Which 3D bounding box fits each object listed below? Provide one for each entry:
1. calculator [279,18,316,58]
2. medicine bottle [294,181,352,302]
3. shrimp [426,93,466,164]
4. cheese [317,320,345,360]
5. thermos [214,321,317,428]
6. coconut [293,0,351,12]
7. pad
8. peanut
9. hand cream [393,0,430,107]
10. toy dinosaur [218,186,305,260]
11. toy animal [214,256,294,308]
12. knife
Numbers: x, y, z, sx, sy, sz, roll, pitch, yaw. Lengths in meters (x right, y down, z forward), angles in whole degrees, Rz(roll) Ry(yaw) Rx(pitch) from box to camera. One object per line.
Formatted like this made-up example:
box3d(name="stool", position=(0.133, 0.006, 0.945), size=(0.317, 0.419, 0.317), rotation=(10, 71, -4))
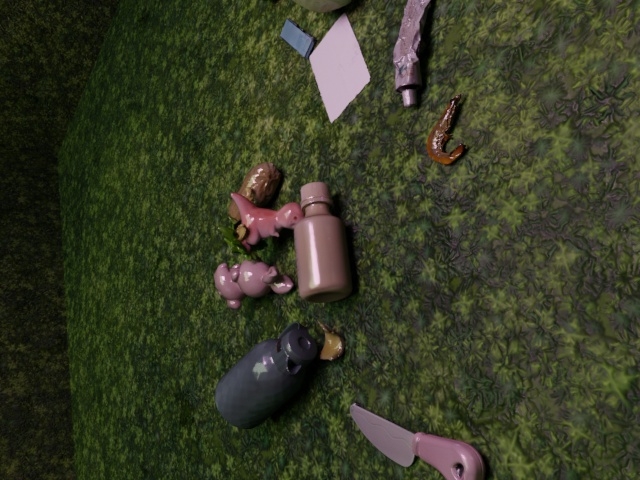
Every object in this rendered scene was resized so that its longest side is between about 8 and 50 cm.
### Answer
box3d(name="calculator", position=(-0.061, -0.530, 1.497), size=(0.057, 0.018, 0.172), rotation=(-61, 41, 22))
box3d(name="medicine bottle", position=(0.000, 0.000, 1.224), size=(0.114, 0.114, 0.253), rotation=(-28, 61, 46))
box3d(name="shrimp", position=(0.237, -0.200, 1.034), size=(0.091, 0.025, 0.127), rotation=(40, 118, 49))
box3d(name="cheese", position=(0.019, 0.209, 1.214), size=(0.060, 0.041, 0.084), rotation=(-11, 89, 58))
box3d(name="thermos", position=(-0.109, 0.292, 1.295), size=(0.286, 0.144, 0.182), rotation=(-47, 15, 33))
box3d(name="coconut", position=(0.012, -0.639, 1.281), size=(0.204, 0.236, 0.236), rotation=(36, 116, 12))
box3d(name="pad", position=(0.041, -0.408, 1.351), size=(0.156, 0.004, 0.232), rotation=(-42, 52, 39))
box3d(name="peanut", position=(-0.179, -0.119, 1.501), size=(0.214, 0.099, 0.100), rotation=(-42, 51, 39))
box3d(name="hand cream", position=(0.183, -0.386, 1.131), size=(0.084, 0.050, 0.257), rotation=(-2, 78, 55))
box3d(name="toy dinosaur", position=(-0.142, -0.044, 1.362), size=(0.194, 0.152, 0.177), rotation=(41, 119, 6))
box3d(name="toy animal", position=(-0.154, 0.092, 1.422), size=(0.212, 0.124, 0.125), rotation=(-13, 71, 28))
box3d(name="knife", position=(0.157, 0.364, 1.020), size=(0.335, 0.043, 0.081), rotation=(-1, 88, 59))
